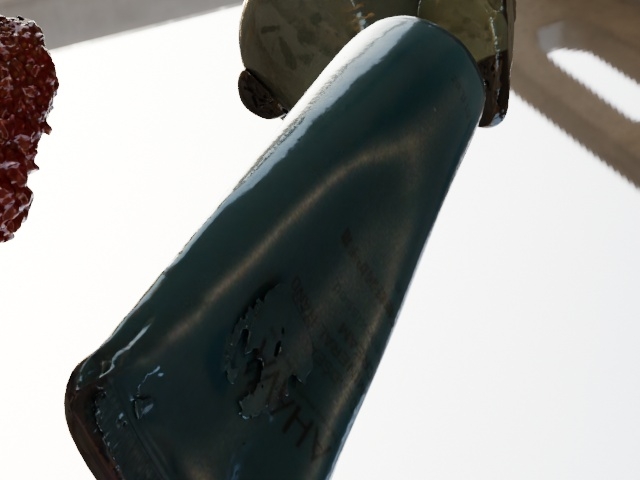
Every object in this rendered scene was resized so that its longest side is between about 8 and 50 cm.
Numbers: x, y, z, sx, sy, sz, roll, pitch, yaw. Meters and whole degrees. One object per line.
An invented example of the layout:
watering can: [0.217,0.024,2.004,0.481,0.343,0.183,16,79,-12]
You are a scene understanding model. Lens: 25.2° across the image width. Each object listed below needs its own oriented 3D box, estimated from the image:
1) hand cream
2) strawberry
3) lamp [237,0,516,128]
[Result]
hand cream: [0.000,0.000,0.398,0.048,0.224,0.083,-13,-60,31]
strawberry: [-0.292,-0.088,1.086,0.087,0.167,0.208,112,-13,-82]
lamp: [0.048,-0.181,1.265,0.198,0.243,0.198,4,90,-81]
